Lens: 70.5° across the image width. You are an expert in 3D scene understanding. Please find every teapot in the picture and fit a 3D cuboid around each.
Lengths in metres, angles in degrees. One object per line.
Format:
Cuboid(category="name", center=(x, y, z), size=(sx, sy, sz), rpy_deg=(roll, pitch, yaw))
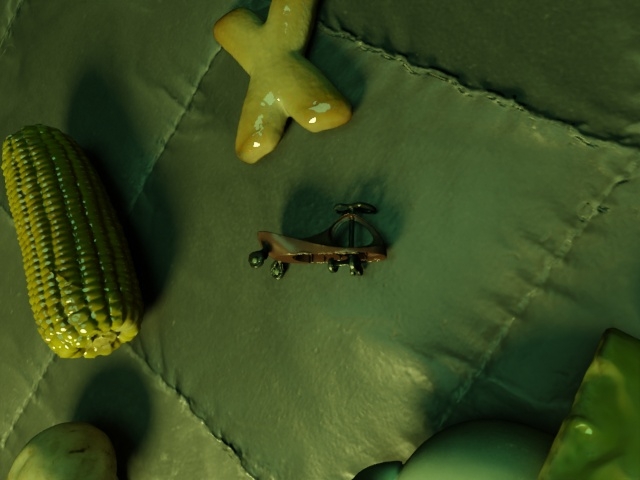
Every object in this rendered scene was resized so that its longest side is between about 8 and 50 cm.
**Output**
Cuboid(category="teapot", center=(0.147, 0.247, 0.360), size=(0.294, 0.129, 0.193), rpy_deg=(17, 91, 25))

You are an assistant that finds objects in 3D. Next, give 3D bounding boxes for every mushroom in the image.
Cuboid(category="mushroom", center=(-0.323, 0.315, 0.569), size=(0.166, 0.127, 0.166), rpy_deg=(-20, 53, 29))

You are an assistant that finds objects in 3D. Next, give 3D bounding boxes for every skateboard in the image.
Cuboid(category="skateboard", center=(0.000, 0.000, 0.505), size=(0.151, 0.067, 0.080), rpy_deg=(-1, 72, 19))

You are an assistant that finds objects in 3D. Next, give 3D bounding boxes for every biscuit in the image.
Cuboid(category="biscuit", center=(-0.053, -0.215, 0.559), size=(0.164, 0.047, 0.208), rpy_deg=(-17, 76, 20))

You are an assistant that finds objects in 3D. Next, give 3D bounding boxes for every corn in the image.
Cuboid(category="corn", center=(-0.339, -0.011, 0.613), size=(0.131, 0.131, 0.345), rpy_deg=(-34, 70, 16))

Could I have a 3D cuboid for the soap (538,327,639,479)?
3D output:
Cuboid(category="soap", center=(0.324, 0.244, 0.230), size=(0.427, 0.306, 0.115), rpy_deg=(31, 139, 29))
